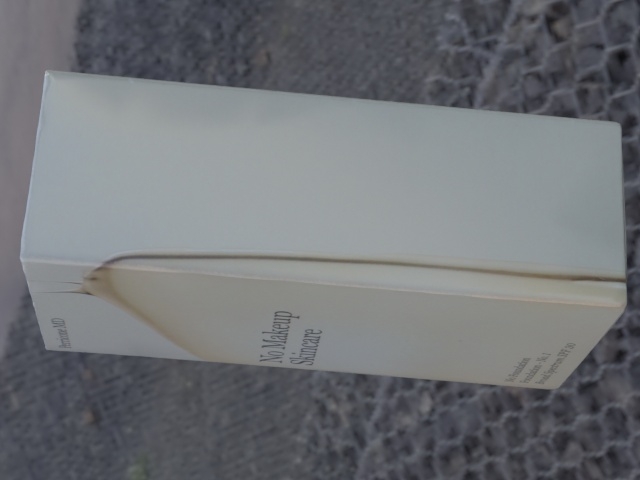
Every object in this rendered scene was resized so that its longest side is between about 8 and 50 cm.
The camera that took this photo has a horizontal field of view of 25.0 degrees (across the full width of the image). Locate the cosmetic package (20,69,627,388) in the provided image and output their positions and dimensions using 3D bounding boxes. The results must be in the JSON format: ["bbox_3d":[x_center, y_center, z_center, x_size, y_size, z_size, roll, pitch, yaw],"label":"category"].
[{"bbox_3d":[0.000,0.000,0.805,0.160,0.309,0.113,100,173,-67],"label":"cosmetic package"}]
